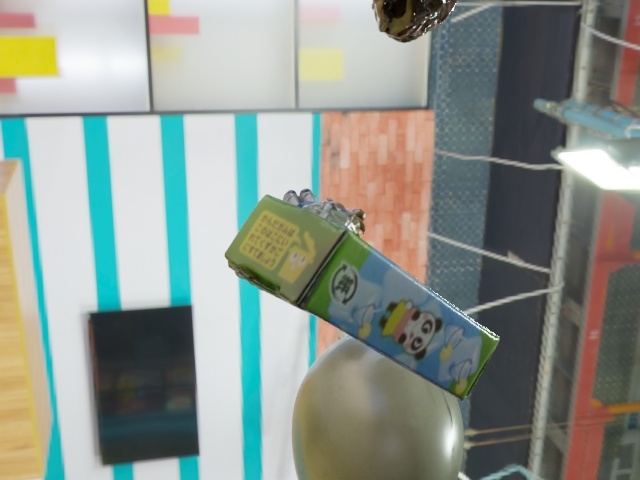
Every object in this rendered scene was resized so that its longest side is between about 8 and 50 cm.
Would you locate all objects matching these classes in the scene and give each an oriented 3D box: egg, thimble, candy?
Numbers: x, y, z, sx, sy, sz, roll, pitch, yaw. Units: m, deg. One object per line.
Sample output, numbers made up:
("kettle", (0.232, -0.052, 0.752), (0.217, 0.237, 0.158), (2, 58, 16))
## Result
("egg", (0.072, 0.246, 0.950), (0.219, 0.219, 0.269), (125, -34, -69))
("thimble", (0.000, 0.000, 0.961), (0.110, 0.085, 0.062), (110, -1, -63))
("candy", (0.034, 0.044, 0.540), (0.097, 0.194, 0.062), (25, -97, 50))

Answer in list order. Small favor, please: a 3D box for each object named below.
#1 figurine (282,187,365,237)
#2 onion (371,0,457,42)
("figurine", (-0.014, -0.043, 1.765), (0.274, 0.194, 0.133), (25, -62, 39))
("onion", (0.146, -0.385, 0.716), (0.420, 0.398, 0.398), (-57, -179, -20))
